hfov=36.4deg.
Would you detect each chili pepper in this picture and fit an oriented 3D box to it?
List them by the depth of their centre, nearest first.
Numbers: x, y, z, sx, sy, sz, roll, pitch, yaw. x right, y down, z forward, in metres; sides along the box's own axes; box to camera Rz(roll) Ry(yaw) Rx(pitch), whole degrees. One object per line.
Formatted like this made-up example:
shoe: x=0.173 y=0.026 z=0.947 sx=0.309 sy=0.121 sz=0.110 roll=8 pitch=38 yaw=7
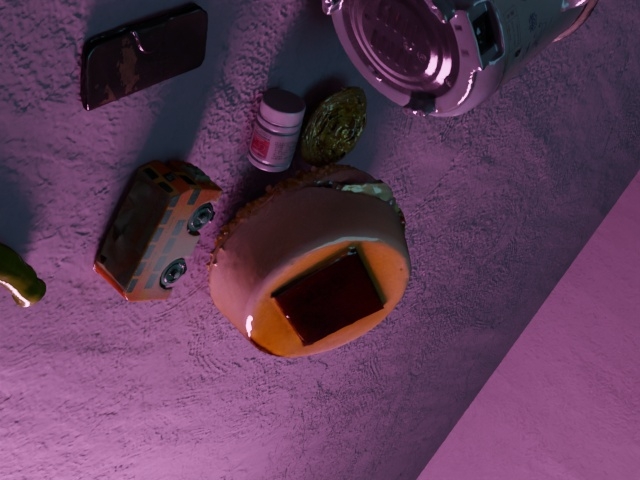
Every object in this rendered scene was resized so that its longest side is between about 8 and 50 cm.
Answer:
chili pepper: x=-0.342 y=0.021 z=0.981 sx=0.202 sy=0.050 sz=0.052 roll=43 pitch=49 yaw=-64

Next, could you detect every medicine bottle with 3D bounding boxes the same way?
medicine bottle: x=-0.056 y=-0.139 z=1.234 sx=0.058 sy=0.058 sz=0.091 roll=-27 pitch=145 yaw=-43

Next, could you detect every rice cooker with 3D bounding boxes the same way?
rice cooker: x=0.172 y=-0.305 z=1.131 sx=0.317 sy=0.317 sz=0.264 roll=-40 pitch=123 yaw=-24

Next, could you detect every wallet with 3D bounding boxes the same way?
wallet: x=-0.180 y=-0.190 z=1.002 sx=0.157 sy=0.018 sz=0.082 roll=-30 pitch=147 yaw=-37

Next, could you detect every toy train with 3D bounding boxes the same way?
toy train: x=-0.195 y=-0.006 z=1.159 sx=0.099 sy=0.072 sz=0.188 roll=-3 pitch=126 yaw=-59

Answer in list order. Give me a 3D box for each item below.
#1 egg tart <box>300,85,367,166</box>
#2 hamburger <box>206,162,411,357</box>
egg tart: x=0.013 y=-0.162 z=1.335 sx=0.129 sy=0.049 sz=0.129 roll=-36 pitch=147 yaw=-28
hamburger: x=-0.015 y=0.029 z=1.367 sx=0.302 sy=0.170 sz=0.302 roll=-17 pitch=141 yaw=-14
